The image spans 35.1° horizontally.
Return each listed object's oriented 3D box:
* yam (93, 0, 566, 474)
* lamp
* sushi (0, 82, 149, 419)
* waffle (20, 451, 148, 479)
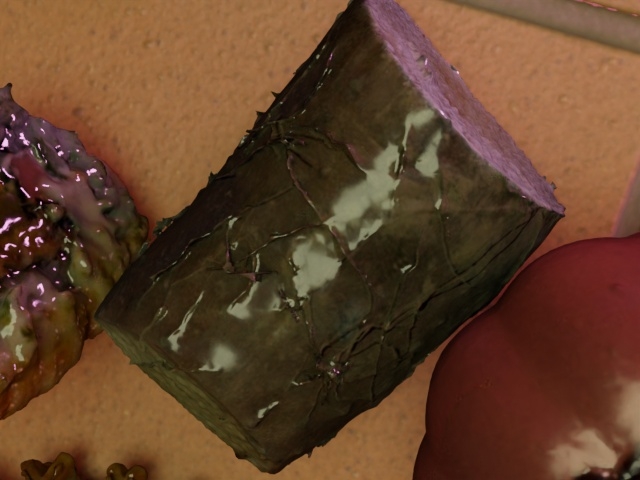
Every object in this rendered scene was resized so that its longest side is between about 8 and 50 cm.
[{"bbox_3d":[0.001,0.003,0.648,0.202,0.201,0.271,46,106,3],"label":"yam"},{"bbox_3d":[0.206,0.144,0.583,0.305,0.239,0.305,-1,110,-3],"label":"lamp"},{"bbox_3d":[-0.237,0.020,0.652,0.139,0.274,0.184,-20,112,32],"label":"sushi"},{"bbox_3d":[-0.172,0.302,0.766,0.259,0.069,0.293,-4,92,8],"label":"waffle"}]
